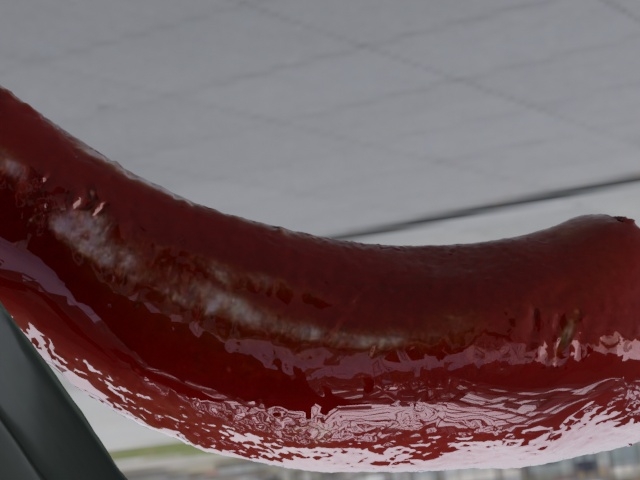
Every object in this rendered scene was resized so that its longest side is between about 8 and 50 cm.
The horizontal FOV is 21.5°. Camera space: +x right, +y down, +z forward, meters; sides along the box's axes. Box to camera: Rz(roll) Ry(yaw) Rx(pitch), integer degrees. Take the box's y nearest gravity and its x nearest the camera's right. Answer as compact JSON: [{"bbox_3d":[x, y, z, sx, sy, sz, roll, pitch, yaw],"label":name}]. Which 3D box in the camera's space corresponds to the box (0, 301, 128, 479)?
[{"bbox_3d":[-0.134,0.111,0.253,0.111,0.396,0.396,-29,-168,21],"label":"box"}]

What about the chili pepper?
[{"bbox_3d":[-0.006,0.005,0.551,0.368,0.137,0.092,12,176,-8],"label":"chili pepper"}]
